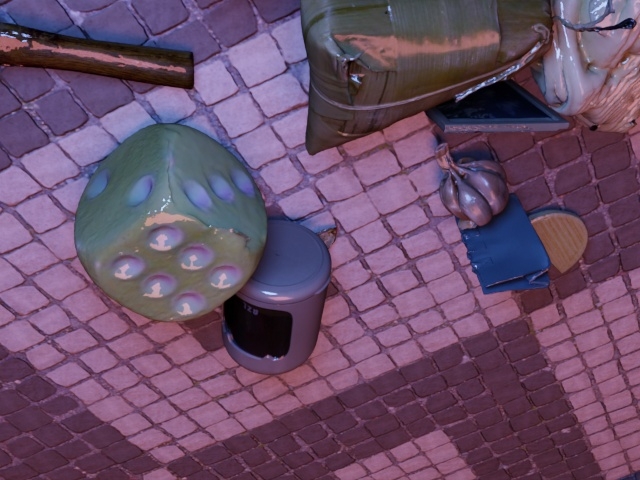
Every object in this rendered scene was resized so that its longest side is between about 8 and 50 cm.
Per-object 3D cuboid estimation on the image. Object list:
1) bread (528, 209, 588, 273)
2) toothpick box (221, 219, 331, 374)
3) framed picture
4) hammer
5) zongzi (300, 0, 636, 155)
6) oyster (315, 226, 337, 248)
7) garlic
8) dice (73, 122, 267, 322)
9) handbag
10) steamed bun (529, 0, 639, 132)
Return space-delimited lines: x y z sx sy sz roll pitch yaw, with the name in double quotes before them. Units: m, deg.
"bread" 0.509 -0.015 1.893 0.112 0.036 0.193 -39 127 17
"toothpick box" -0.091 0.127 1.782 0.229 0.229 0.316 -3 137 -11
"framed picture" 0.255 -0.228 1.450 0.209 0.281 0.019 -3 117 -13
"hammer" -0.387 -0.289 1.367 0.408 0.095 0.242 5 133 -21
"zongzi" 0.186 -0.260 1.314 0.447 0.181 0.418 -7 157 -7
"oyster" 0.002 -0.002 1.795 0.054 0.019 0.083 31 123 -34
"garlic" 0.283 -0.116 1.689 0.131 0.127 0.194 -47 121 -25
"dice" -0.257 -0.033 1.537 0.254 0.250 0.252 -38 131 22
"handbag" 0.355 0.008 1.746 0.144 0.221 0.057 -12 135 0
"steamed bun" 0.442 -0.347 1.393 0.346 0.237 0.394 -29 153 -17
